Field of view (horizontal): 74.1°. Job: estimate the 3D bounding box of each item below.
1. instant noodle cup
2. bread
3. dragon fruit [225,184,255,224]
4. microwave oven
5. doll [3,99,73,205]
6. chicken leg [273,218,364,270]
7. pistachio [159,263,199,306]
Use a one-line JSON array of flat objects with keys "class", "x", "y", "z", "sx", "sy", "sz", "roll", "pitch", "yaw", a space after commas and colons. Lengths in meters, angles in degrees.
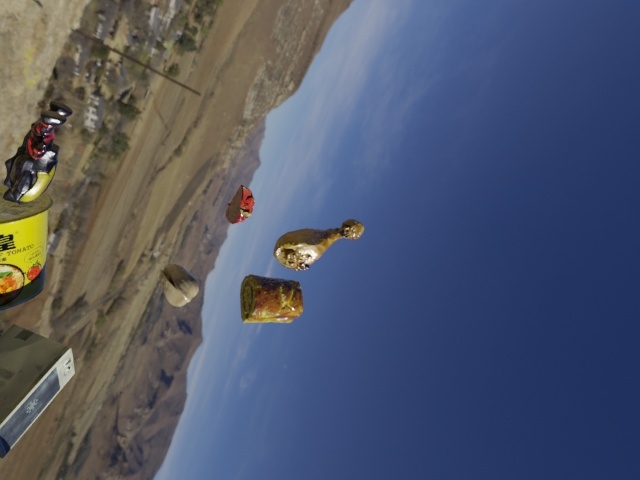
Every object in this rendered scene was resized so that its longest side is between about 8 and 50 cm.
[{"class": "instant noodle cup", "x": -0.876, "y": 0.019, "z": 1.108, "sx": 0.325, "sy": 0.326, "sz": 0.253, "roll": -100, "pitch": -163, "yaw": -66}, {"class": "bread", "x": -0.138, "y": 0.169, "z": 1.219, "sx": 0.103, "sy": 0.172, "sz": 0.131, "roll": -25, "pitch": -117, "yaw": 44}, {"class": "dragon fruit", "x": -0.278, "y": -0.109, "z": 1.528, "sx": 0.162, "sy": 0.083, "sz": 0.106, "roll": -44, "pitch": -132, "yaw": 37}, {"class": "microwave oven", "x": -0.757, "y": 0.354, "z": 1.020, "sx": 0.240, "sy": 0.194, "sz": 0.145, "roll": -68, "pitch": 178, "yaw": -51}, {"class": "doll", "x": -0.587, "y": -0.167, "z": 0.879, "sx": 0.248, "sy": 0.088, "sz": 0.127, "roll": -51, "pitch": -171, "yaw": 17}, {"class": "chicken leg", "x": 0.001, "y": -0.002, "z": 1.046, "sx": 0.107, "sy": 0.252, "sz": 0.087, "roll": 43, "pitch": -39, "yaw": 37}, {"class": "pistachio", "x": -0.458, "y": 0.142, "z": 1.360, "sx": 0.113, "sy": 0.149, "sz": 0.113, "roll": -42, "pitch": 166, "yaw": -13}]
